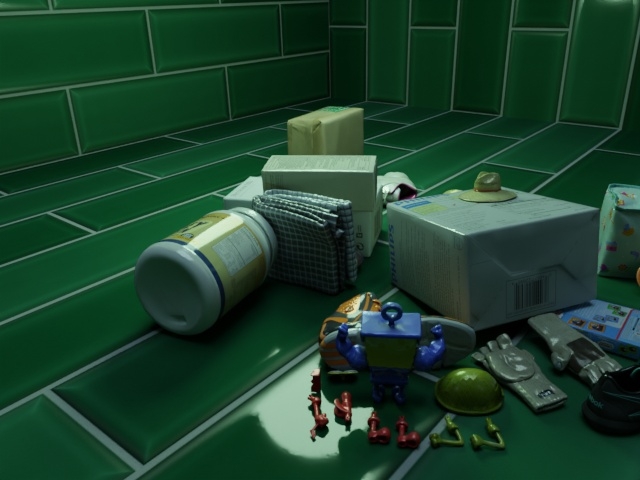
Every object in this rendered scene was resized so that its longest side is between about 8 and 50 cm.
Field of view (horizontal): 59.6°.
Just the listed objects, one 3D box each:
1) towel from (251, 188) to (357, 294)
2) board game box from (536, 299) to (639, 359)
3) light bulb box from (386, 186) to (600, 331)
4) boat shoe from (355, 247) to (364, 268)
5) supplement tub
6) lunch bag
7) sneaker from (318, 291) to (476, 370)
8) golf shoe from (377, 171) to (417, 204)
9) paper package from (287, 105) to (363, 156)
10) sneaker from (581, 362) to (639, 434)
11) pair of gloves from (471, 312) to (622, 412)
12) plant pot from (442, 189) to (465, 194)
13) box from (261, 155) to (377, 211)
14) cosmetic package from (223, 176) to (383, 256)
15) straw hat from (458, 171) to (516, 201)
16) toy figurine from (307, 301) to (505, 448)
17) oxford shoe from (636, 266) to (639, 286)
[{"bbox_3d":[-0.049,0.003,1.461,0.284,0.235,0.121,14,32,34],"label":"towel"},{"bbox_3d":[0.613,0.181,1.251,0.211,0.039,0.160,16,29,35],"label":"board game box"},{"bbox_3d":[0.398,0.020,1.351,0.358,0.225,0.361,-10,16,-18],"label":"light bulb box"},{"bbox_3d":[0.000,0.000,1.579,0.285,0.103,0.092,35,27,24],"label":"boat shoe"},{"bbox_3d":[-0.262,0.060,1.349,0.228,0.228,0.316,10,26,24],"label":"supplement tub"},{"bbox_3d":[0.874,-0.018,1.459,0.262,0.223,0.160,5,31,13],"label":"lunch bag"},{"bbox_3d":[0.156,0.176,1.188,0.321,0.124,0.180,-1,25,2],"label":"sneaker"},{"bbox_3d":[0.209,-0.178,2.013,0.306,0.115,0.140,-11,29,-18],"label":"golf shoe"},{"bbox_3d":[0.025,-0.344,2.151,0.168,0.309,0.325,13,26,29],"label":"paper package"},{"bbox_3d":[0.597,0.272,0.968,0.267,0.106,0.101,-3,22,-6],"label":"sneaker"},{"bbox_3d":[0.453,0.242,1.121,0.240,0.042,0.204,-18,33,-21],"label":"pair of gloves"},{"bbox_3d":[0.430,-0.080,1.776,0.134,0.134,0.095,12,54,27],"label":"plant pot"},{"bbox_3d":[0.003,-0.164,1.580,0.311,0.121,0.148,2,27,10],"label":"box"},{"bbox_3d":[-0.046,-0.083,1.744,0.453,0.161,0.230,4,25,14],"label":"cosmetic package"},{"bbox_3d":[0.414,-0.140,1.386,0.144,0.061,0.144,-3,16,1],"label":"straw hat"},{"bbox_3d":[0.151,0.215,0.985,0.363,0.217,0.191,2,24,9],"label":"toy figurine"},{"bbox_3d":[0.966,0.092,1.380,0.364,0.130,0.133,-1,-5,9],"label":"oxford shoe"}]
